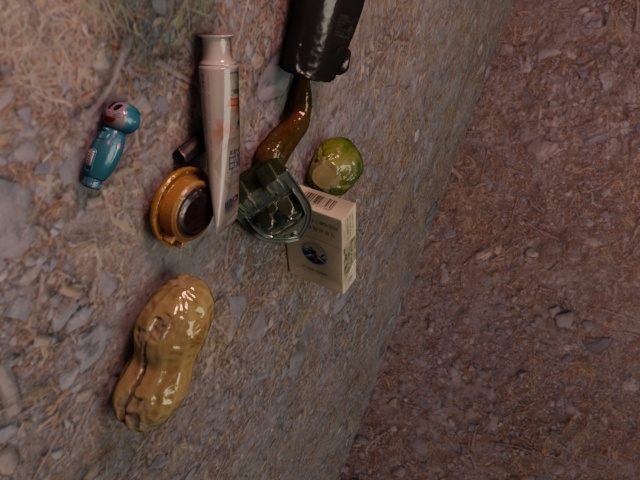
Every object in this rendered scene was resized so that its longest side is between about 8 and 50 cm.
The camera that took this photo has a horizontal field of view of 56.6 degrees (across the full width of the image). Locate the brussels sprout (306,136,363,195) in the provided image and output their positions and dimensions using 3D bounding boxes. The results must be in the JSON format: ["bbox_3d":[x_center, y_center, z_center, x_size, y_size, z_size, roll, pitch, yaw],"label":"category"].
[{"bbox_3d":[0.040,-0.177,1.433,0.155,0.117,0.155,20,90,-77],"label":"brussels sprout"}]

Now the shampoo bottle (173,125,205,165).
[{"bbox_3d":[-0.198,-0.174,1.020,0.137,0.027,0.048,-48,150,-41],"label":"shampoo bottle"}]

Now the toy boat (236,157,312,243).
[{"bbox_3d":[-0.090,-0.059,1.240,0.141,0.092,0.319,-32,157,2],"label":"toy boat"}]

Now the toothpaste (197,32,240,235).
[{"bbox_3d":[-0.165,-0.173,0.989,0.100,0.066,0.323,-59,152,-64],"label":"toothpaste"}]

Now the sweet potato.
[{"bbox_3d":[-0.066,-0.233,1.226,0.233,0.062,0.081,-65,156,-16],"label":"sweet potato"}]

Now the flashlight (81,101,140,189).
[{"bbox_3d":[-0.291,-0.131,0.824,0.129,0.051,0.051,-67,157,2],"label":"flashlight"}]

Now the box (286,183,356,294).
[{"bbox_3d":[0.000,0.000,1.434,0.069,0.164,0.256,-51,152,-37],"label":"box"}]

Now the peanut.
[{"bbox_3d":[-0.276,0.199,1.048,0.130,0.130,0.290,15,95,-67],"label":"peanut"}]

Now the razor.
[{"bbox_3d":[0.018,-0.474,1.137,0.189,0.107,0.327,-22,130,-59],"label":"razor"}]

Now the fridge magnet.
[{"bbox_3d":[-0.230,-0.055,1.007,0.143,0.063,0.143,-43,146,-40],"label":"fridge magnet"}]
